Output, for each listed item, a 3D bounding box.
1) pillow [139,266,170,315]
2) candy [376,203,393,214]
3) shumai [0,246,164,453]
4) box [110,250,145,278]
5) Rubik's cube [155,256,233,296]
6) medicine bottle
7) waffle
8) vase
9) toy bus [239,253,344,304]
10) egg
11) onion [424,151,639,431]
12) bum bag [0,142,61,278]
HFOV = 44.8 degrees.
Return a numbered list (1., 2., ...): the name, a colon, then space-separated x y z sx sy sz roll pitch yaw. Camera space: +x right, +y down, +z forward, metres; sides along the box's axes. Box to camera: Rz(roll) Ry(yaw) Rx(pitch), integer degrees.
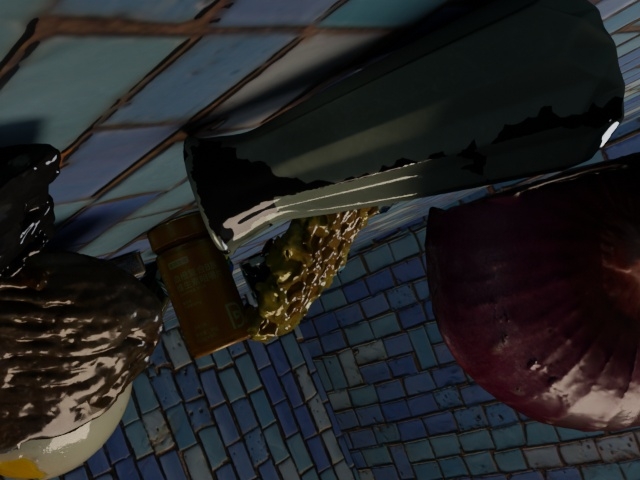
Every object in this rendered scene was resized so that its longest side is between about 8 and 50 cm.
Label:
1. pillow: -0.335 0.131 1.464 0.212 0.052 0.208 -27 -148 46
2. candy: 0.063 -0.072 1.405 0.187 0.077 0.331 -20 178 0
3. shumai: -0.363 0.080 0.913 0.346 0.217 0.283 -11 -154 -9
4. box: -0.371 0.070 1.188 0.207 0.041 0.050 -21 173 -23
5. Rubik's cube: -0.213 0.054 1.316 0.133 0.133 0.112 -19 150 -39
6. medicine bottle: -0.170 0.064 1.107 0.096 0.191 0.096 -21 176 -1
7. waffle: 0.000 0.000 1.105 0.325 0.068 0.302 -66 165 17
8. vase: 0.069 -0.094 0.681 0.360 0.165 0.165 -19 176 5
9. toy bus: -0.060 0.063 2.102 0.271 0.133 0.165 -22 -178 28
10. egg: -0.460 0.245 1.309 0.345 0.283 0.283 -38 168 31
11. onion: 0.226 0.049 0.665 0.256 0.230 0.272 -15 -175 21
12. bum bag: -0.271 0.000 0.615 0.137 0.074 0.310 -31 180 -22
